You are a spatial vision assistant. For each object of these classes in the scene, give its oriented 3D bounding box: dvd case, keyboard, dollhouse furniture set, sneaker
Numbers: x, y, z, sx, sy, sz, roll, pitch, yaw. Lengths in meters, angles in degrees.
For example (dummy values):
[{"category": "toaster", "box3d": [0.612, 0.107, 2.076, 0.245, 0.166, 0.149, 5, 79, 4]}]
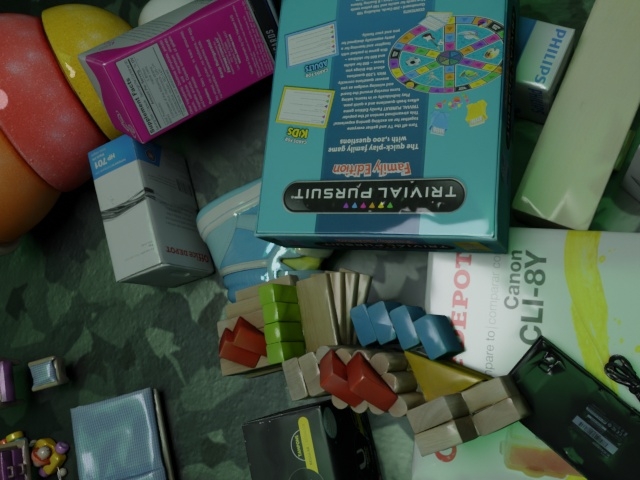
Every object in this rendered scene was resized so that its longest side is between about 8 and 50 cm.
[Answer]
[{"category": "dvd case", "box3d": [-0.062, -0.302, 0.805, 0.029, 0.239, 0.180, -13, 64, 7]}, {"category": "keyboard", "box3d": [0.261, 0.162, 0.582, 0.180, 0.023, 0.108, 40, 104, 19]}, {"category": "dollhouse furniture set", "box3d": [-0.345, 0.269, 0.846, 0.303, 0.198, 0.287, -14, 77, 5]}, {"category": "sneaker", "box3d": [0.000, 0.000, 0.822, 0.318, 0.127, 0.208, -27, 72, 25]}]

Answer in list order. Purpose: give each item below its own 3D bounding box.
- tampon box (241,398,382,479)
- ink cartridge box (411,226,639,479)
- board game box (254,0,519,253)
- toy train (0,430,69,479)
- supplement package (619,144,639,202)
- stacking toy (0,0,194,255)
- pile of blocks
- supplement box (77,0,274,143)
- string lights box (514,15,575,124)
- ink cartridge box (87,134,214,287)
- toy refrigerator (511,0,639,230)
[{"category": "tampon box", "box3d": [-0.005, 0.257, 0.764, 0.101, 0.161, 0.121, -17, 77, 17]}, {"category": "ink cartridge box", "box3d": [0.301, 0.137, 0.669, 0.384, 0.160, 0.280, 3, 83, 21]}, {"category": "board game box", "box3d": [0.074, -0.159, 0.684, 0.253, 0.079, 0.336, 1, 80, 25]}, {"category": "toy train", "box3d": [-0.443, 0.360, 0.971, 0.166, 0.046, 0.125, 10, 86, 21]}, {"category": "supplement package", "box3d": [0.392, -0.080, 0.656, 0.105, 0.179, 0.105, 44, 98, 20]}, {"category": "stacking toy", "box3d": [-0.357, -0.216, 0.932, 0.479, 0.351, 0.351, -24, 74, -3]}, {"category": "pile of blocks", "box3d": [0.023, 0.105, 0.646, 0.362, 0.112, 0.149, 10, 89, 33]}, {"category": "supplement box", "box3d": [-0.181, -0.233, 0.838, 0.220, 0.114, 0.111, -33, 35, -21]}, {"category": "string lights box", "box3d": [0.168, -0.228, 0.784, 0.259, 0.133, 0.077, 23, 90, 21]}, {"category": "ink cartridge box", "box3d": [-0.235, -0.037, 0.901, 0.082, 0.139, 0.191, -20, 76, 16]}, {"category": "toy refrigerator", "box3d": [0.316, -0.138, 0.735, 0.094, 0.102, 0.270, 22, 90, 21]}]
